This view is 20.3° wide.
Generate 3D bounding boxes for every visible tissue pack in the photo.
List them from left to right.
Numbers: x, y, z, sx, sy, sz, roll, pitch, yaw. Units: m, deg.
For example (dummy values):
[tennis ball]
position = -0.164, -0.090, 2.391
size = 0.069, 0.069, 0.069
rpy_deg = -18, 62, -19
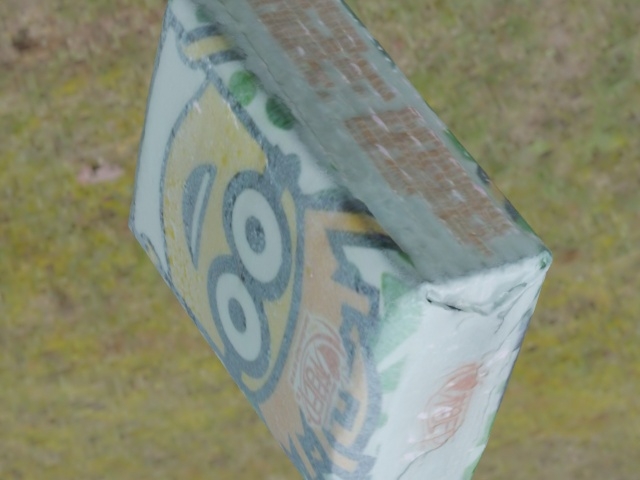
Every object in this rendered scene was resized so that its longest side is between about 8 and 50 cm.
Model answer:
[tissue pack]
position = 0.000, 0.000, 1.157
size = 0.128, 0.311, 0.228
rpy_deg = -16, 141, -28
